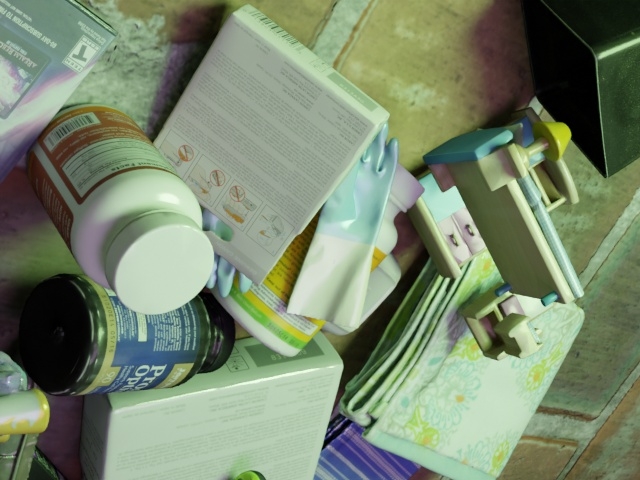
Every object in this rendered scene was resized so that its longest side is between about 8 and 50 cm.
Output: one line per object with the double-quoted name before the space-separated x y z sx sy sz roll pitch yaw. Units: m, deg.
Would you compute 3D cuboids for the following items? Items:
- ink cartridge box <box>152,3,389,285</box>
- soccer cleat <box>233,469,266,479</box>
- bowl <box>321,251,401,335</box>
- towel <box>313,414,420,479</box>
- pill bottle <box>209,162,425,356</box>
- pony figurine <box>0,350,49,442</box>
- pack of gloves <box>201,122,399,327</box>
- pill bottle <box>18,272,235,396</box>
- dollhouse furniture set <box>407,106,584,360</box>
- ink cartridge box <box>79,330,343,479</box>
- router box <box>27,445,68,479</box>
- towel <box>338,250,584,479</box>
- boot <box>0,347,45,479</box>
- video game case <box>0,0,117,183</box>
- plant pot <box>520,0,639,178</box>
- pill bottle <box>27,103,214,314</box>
"ink cartridge box" -0.065 -0.092 0.985 0.225 0.181 0.056 -54 176 30
"soccer cleat" -0.087 0.349 1.251 0.072 0.060 0.179 -17 138 -37
"bowl" 0.032 0.055 1.236 0.142 0.053 0.142 -46 135 4
"towel" 0.091 0.321 1.484 0.336 0.040 0.243 -42 137 -2
"pill bottle" 0.000 0.000 1.110 0.246 0.136 0.136 -48 136 4
"pony figurine" -0.429 0.210 0.843 0.363 0.303 0.351 -8 121 -39
"pack of gloves" -0.028 -0.036 1.012 0.195 0.046 0.232 12 97 -4
"pill bottle" -0.196 0.099 1.042 0.219 0.123 0.123 6 118 -53
"dollhouse furniture set" 0.263 -0.017 1.111 0.198 0.303 0.286 -31 98 -12
"ink cartridge box" -0.155 0.303 1.268 0.308 0.091 0.385 -7 128 -31
"router box" -0.385 0.322 1.142 0.179 0.046 0.133 -33 134 -11
"towel" 0.219 0.176 1.394 0.374 0.090 0.320 34 88 -45
"boot" -0.400 0.184 1.018 0.208 0.076 0.190 11 94 -23
"video game case" -0.335 -0.130 0.857 0.274 0.026 0.196 -51 135 6
"plant pot" 0.354 -0.222 1.137 0.167 0.187 0.188 -24 134 -1
"pill bottle" -0.183 -0.030 0.901 0.121 0.216 0.121 -19 131 -23
